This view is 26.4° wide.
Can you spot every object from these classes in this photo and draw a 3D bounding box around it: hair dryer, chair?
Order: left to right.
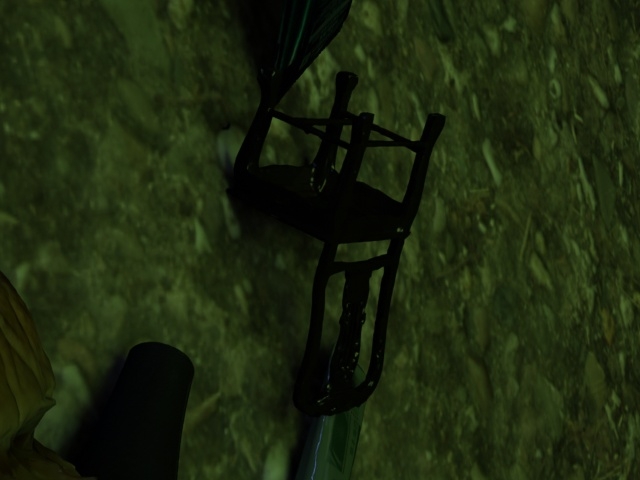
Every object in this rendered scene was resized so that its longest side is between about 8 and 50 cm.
[{"bbox_3d":[-0.090,0.222,0.874,0.272,0.091,0.236,61,31,-42],"label":"hair dryer"},{"bbox_3d":[0.000,0.000,0.994,0.106,0.113,0.229,-4,115,-51],"label":"chair"}]

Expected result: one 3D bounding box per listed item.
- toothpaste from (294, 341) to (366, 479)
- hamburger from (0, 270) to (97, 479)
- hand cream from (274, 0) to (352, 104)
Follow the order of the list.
[{"bbox_3d":[0.000,0.181,0.998,0.064,0.041,0.218,51,44,-42],"label":"toothpaste"},{"bbox_3d":[-0.231,0.164,0.528,0.445,0.287,0.268,-26,105,-48],"label":"hamburger"},{"bbox_3d":[0.013,-0.223,0.969,0.120,0.061,0.270,-55,164,-41],"label":"hand cream"}]
